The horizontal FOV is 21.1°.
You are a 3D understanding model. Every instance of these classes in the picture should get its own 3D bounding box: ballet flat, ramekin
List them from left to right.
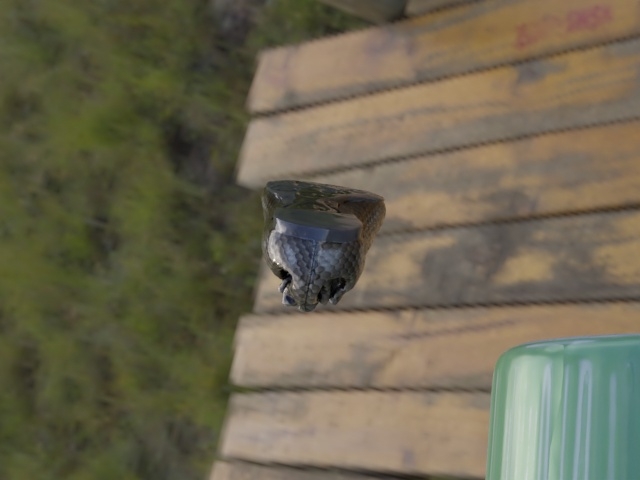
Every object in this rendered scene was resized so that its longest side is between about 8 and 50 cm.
[{"bbox_3d":[0.000,0.000,1.096,0.250,0.084,0.058,-83,-1,-81],"label":"ballet flat"},{"bbox_3d":[0.244,0.140,1.069,0.303,0.303,0.148,-11,76,57],"label":"ramekin"}]
